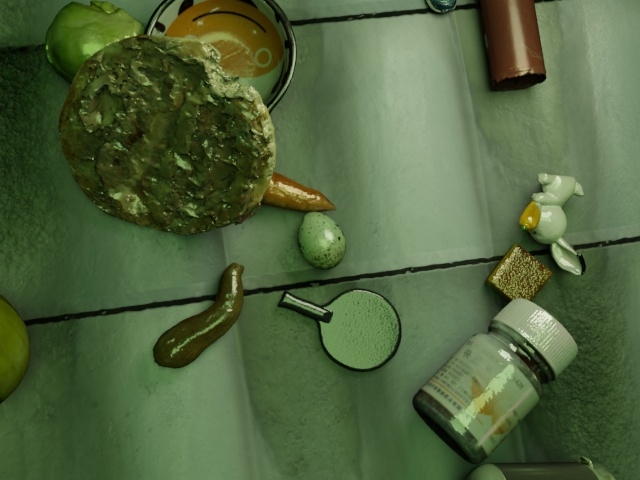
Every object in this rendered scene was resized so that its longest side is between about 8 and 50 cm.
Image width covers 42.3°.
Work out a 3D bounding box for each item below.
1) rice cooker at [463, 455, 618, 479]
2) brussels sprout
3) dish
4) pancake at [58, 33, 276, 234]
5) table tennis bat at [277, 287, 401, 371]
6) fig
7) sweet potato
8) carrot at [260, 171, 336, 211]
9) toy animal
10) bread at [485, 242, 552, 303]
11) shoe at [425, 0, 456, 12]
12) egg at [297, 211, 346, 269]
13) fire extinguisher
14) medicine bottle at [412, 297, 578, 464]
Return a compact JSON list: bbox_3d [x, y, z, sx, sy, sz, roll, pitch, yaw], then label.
[{"bbox_3d":[0.381,0.513,1.386,0.277,0.288,0.288,2,83,-7],"label":"rice cooker"},{"bbox_3d":[-0.399,-0.339,1.476,0.183,0.131,0.145,16,60,-4],"label":"brussels sprout"},{"bbox_3d":[-0.178,-0.316,1.494,0.303,0.120,0.303,0,84,-1],"label":"dish"},{"bbox_3d":[-0.252,-0.171,1.403,0.382,0.071,0.382,5,121,8],"label":"pancake"},{"bbox_3d":[0.037,0.149,1.513,0.236,0.027,0.150,22,81,-5],"label":"table tennis bat"},{"bbox_3d":[-0.599,0.152,1.322,0.239,0.239,0.271,-15,126,-8],"label":"fig"},{"bbox_3d":[-0.202,0.142,1.470,0.081,0.062,0.233,43,77,2],"label":"sweet potato"},{"bbox_3d":[-0.068,-0.089,1.509,0.205,0.072,0.072,15,81,-5],"label":"carrot"},{"bbox_3d":[0.436,-0.031,1.538,0.127,0.131,0.181,7,92,16],"label":"toy animal"},{"bbox_3d":[0.372,0.068,1.557,0.090,0.035,0.094,40,81,0],"label":"bread"},{"bbox_3d":[0.228,-0.509,1.596,0.064,0.071,0.143,-18,90,-8],"label":"shoe"},{"bbox_3d":[0.000,0.000,1.497,0.085,0.085,0.110,-28,82,-9],"label":"egg"},{"bbox_3d":[0.336,-0.458,1.594,0.147,0.106,0.337,-10,82,17],"label":"fire extinguisher"},{"bbox_3d":[0.307,0.245,1.461,0.273,0.165,0.165,-44,90,-9],"label":"medicine bottle"}]
